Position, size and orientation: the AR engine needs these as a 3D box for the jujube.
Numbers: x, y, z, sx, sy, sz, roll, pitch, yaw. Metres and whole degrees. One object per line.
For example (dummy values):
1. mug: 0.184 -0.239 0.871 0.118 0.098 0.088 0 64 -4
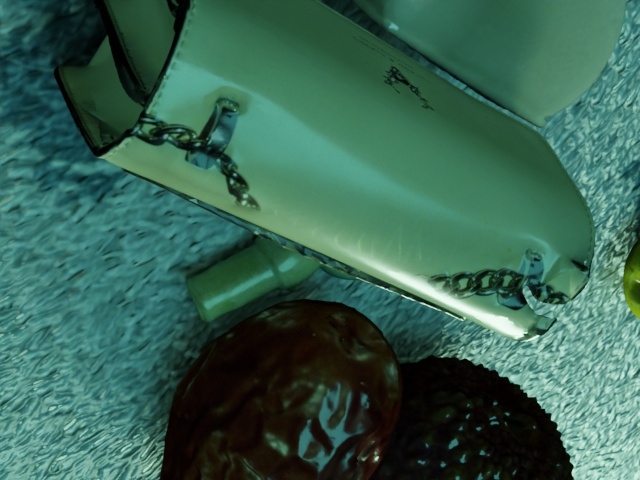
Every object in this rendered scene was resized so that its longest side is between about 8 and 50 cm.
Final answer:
1. jujube: -0.042 0.180 1.045 0.197 0.197 0.290 12 129 -38

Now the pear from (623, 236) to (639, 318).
1. pear: 0.403 0.027 1.282 0.141 0.104 0.141 -31 169 -7

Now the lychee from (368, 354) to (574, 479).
1. lychee: 0.118 0.252 1.179 0.271 0.271 0.271 -17 130 -22

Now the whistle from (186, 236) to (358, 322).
1. whistle: 0.000 0.000 1.027 0.258 0.067 0.126 -26 131 -12

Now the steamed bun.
1. steamed bun: 0.136 -0.215 0.899 0.241 0.146 0.164 22 109 -40

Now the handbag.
1. handbag: 0.008 -0.075 0.814 0.358 0.237 0.160 24 109 -29
